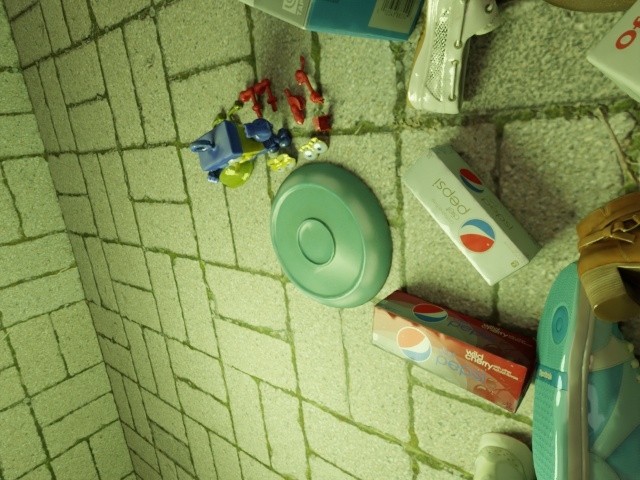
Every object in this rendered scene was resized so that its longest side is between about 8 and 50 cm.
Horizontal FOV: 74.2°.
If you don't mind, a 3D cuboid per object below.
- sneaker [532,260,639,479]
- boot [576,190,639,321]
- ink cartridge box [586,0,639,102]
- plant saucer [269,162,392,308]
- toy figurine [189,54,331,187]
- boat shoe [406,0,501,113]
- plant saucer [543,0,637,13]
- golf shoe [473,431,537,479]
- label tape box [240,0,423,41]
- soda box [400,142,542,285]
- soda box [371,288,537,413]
[{"bbox_3d":[0.408,0.192,0.557,0.208,0.127,0.318,5,90,11],"label":"sneaker"},{"bbox_3d":[0.386,-0.005,0.470,0.197,0.152,0.073,-28,119,39],"label":"boot"},{"bbox_3d":[0.394,-0.152,0.322,0.197,0.114,0.272,-54,35,31],"label":"ink cartridge box"},{"bbox_3d":[0.000,0.000,0.877,0.318,0.044,0.317,16,115,36],"label":"plant saucer"},{"bbox_3d":[-0.184,-0.207,0.837,0.363,0.217,0.191,-12,98,43],"label":"toy figurine"},{"bbox_3d":[0.190,-0.301,0.557,0.096,0.098,0.277,21,137,17],"label":"boat shoe"},{"bbox_3d":[0.311,-0.393,0.409,0.311,0.050,0.310,22,130,29],"label":"plant saucer"},{"bbox_3d":[0.319,0.490,0.720,0.115,0.140,0.306,-12,99,42],"label":"golf shoe"},{"bbox_3d":[-0.050,-0.408,0.619,0.348,0.249,0.115,38,128,24],"label":"label tape box"},{"bbox_3d":[0.226,-0.043,0.644,0.216,0.069,0.074,54,133,13],"label":"soda box"},{"bbox_3d":[0.219,0.176,0.723,0.263,0.083,0.092,19,118,34],"label":"soda box"}]
